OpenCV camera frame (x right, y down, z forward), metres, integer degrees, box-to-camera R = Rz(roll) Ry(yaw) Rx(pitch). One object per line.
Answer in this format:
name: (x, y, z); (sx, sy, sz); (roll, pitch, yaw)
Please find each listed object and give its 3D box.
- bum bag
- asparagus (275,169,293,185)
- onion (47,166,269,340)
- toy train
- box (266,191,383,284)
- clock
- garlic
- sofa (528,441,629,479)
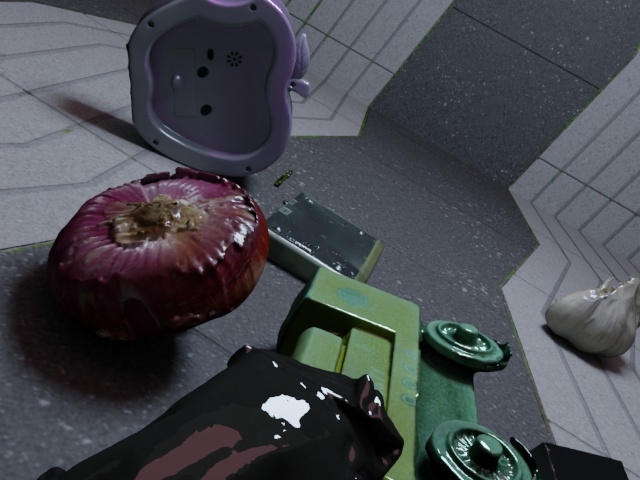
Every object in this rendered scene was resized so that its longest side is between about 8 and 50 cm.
bum bag: (-0.080, 0.163, 0.427); (0.142, 0.080, 0.326); (39, 39, 26)
asparagus: (-0.076, -0.132, 1.393); (0.015, 0.014, 0.114); (9, 20, 7)
onion: (-0.168, 0.030, 0.712); (0.229, 0.164, 0.230); (0, 41, 0)
toy train: (0.058, 0.173, 0.665); (0.253, 0.160, 0.397); (21, 21, 1)
box: (0.000, 0.000, 1.140); (0.210, 0.045, 0.270); (33, 20, 5)
clock: (-0.175, -0.281, 1.182); (0.338, 0.339, 0.102); (23, 24, -17)
garlic: (0.585, 0.167, 1.375); (0.229, 0.178, 0.143); (-1, 63, -20)
sofa: (0.322, 0.314, 0.831); (0.147, 0.060, 0.085); (19, 39, -24)
